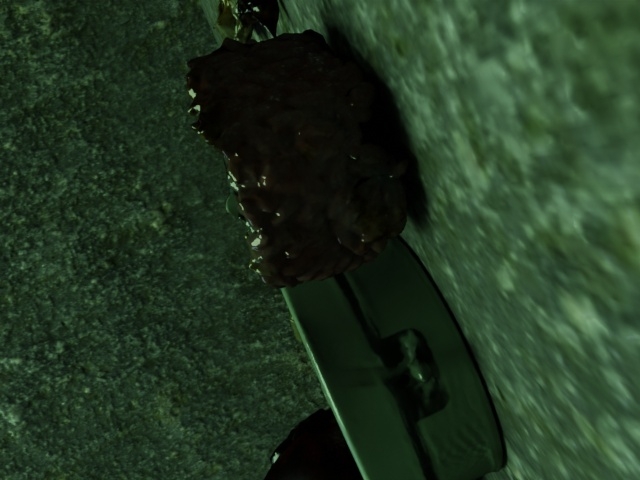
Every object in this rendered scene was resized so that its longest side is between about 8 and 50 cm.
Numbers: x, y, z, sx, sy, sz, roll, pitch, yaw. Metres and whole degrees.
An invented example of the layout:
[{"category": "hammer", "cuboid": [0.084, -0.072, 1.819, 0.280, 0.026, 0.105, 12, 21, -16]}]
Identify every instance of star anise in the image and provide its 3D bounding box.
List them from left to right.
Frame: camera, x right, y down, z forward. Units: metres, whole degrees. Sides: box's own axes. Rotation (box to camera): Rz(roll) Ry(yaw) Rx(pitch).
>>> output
[{"category": "star anise", "cuboid": [-0.107, -0.377, 0.927, 0.212, 0.054, 0.157, 65, 175, -4]}]

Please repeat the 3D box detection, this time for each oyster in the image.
[{"category": "oyster", "cuboid": [-0.172, -0.455, 1.280, 0.345, 0.079, 0.128, -117, 26, -61]}]

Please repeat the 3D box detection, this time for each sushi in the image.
[{"category": "sushi", "cuboid": [-0.023, -0.088, 0.657, 0.270, 0.171, 0.236, -114, 4, -46]}]

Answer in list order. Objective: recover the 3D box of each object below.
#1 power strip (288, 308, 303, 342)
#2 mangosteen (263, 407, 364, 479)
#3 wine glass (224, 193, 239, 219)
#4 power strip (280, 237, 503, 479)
[{"category": "power strip", "cuboid": [-0.060, 0.104, 1.634, 0.387, 0.066, 0.092, -97, -8, -55]}, {"category": "mangosteen", "cuboid": [0.087, 0.465, 1.021, 0.421, 0.381, 0.381, 52, 168, 39]}, {"category": "wine glass", "cuboid": [-0.144, -0.181, 1.418, 0.321, 0.143, 0.143, 97, 154, -47]}, {"category": "power strip", "cuboid": [0.078, 0.164, 0.798, 0.357, 0.162, 0.357, 157, 90, -86]}]
